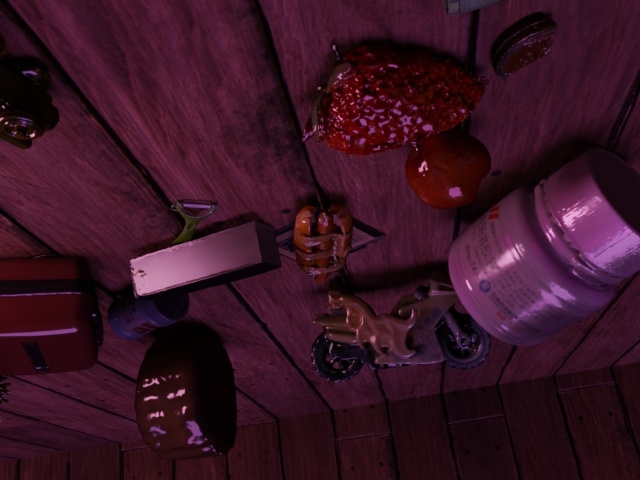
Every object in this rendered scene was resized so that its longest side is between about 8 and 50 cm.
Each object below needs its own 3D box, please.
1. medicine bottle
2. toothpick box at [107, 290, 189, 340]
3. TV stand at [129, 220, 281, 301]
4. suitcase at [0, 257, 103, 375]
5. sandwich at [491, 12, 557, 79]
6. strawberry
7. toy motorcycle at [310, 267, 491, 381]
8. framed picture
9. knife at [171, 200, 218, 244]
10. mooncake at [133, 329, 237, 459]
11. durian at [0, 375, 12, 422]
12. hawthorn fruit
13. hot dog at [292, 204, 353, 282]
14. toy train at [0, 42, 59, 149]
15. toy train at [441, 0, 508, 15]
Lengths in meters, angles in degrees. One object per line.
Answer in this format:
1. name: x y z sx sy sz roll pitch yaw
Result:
1. medicine bottle: 0.415 0.014 1.164 0.256 0.256 0.325 10 142 -34
2. toothpick box: -0.363 0.144 1.392 0.153 0.101 0.101 -26 150 34
3. TV stand: -0.216 0.043 1.228 0.270 0.082 0.088 -15 168 18
4. suitcase: -0.550 0.154 1.288 0.236 0.161 0.297 -2 154 -15
5. sandwich: 0.256 -0.243 0.833 0.069 0.026 0.101 16 146 -39
6. strawberry: 0.102 -0.165 0.869 0.228 0.098 0.174 4 154 -22
7. toy motorcycle: 0.175 0.195 1.513 0.410 0.236 0.169 -8 170 5
8. framed picture: 0.000 0.000 1.300 0.199 0.010 0.195 -24 151 30
9. knife: -0.237 -0.023 1.167 0.078 0.022 0.166 8 150 -21
10. mooncake: -0.339 0.399 1.685 0.187 0.323 0.324 -11 155 10
11. durian: -0.793 0.236 1.350 0.356 0.169 0.157 35 133 -24
12. hawthorn fruit: 0.187 -0.116 0.997 0.125 0.140 0.125 -43 171 -8
13. hot dog: 0.003 0.010 1.227 0.109 0.072 0.269 -4 153 -4
14. toy train: -0.406 -0.171 0.724 0.137 0.090 0.225 -12 156 25
15. toy train: 0.200 -0.288 0.706 0.148 0.038 0.071 -12 158 8
